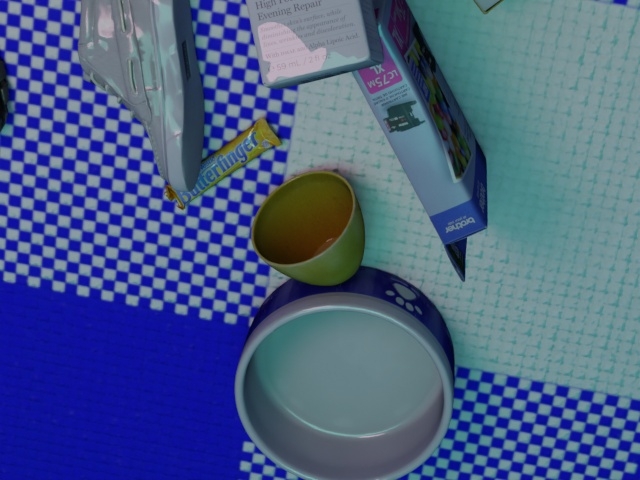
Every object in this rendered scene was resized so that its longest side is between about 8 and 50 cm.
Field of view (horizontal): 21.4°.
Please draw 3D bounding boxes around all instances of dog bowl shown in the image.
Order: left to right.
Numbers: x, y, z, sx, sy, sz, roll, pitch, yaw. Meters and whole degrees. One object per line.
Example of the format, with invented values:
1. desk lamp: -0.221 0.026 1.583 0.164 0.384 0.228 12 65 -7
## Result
1. dog bowl: 0.032 0.166 2.068 0.265 0.104 0.265 3 119 5

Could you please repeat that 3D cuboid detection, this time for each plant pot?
1. plant pot: 0.000 0.000 1.981 0.134 0.134 0.095 -21 137 17

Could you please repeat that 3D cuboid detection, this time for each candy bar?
1. candy bar: -0.117 -0.089 2.000 0.161 0.018 0.040 -33 109 21

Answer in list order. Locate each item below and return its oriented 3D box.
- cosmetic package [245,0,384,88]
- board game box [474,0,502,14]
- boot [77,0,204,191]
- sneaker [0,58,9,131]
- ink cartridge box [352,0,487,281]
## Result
1. cosmetic package: -0.019 -0.276 1.684 0.117 0.085 0.231 -13 90 13
2. board game box: 0.224 -0.422 1.751 0.316 0.064 0.242 -34 109 22
3. boot: -0.207 -0.180 1.930 0.123 0.095 0.258 1 110 13
4. sneaker: -0.451 -0.227 1.940 0.106 0.101 0.267 -8 120 36
5. ink cartridge box: 0.115 -0.128 1.853 0.065 0.186 0.311 -21 113 15
